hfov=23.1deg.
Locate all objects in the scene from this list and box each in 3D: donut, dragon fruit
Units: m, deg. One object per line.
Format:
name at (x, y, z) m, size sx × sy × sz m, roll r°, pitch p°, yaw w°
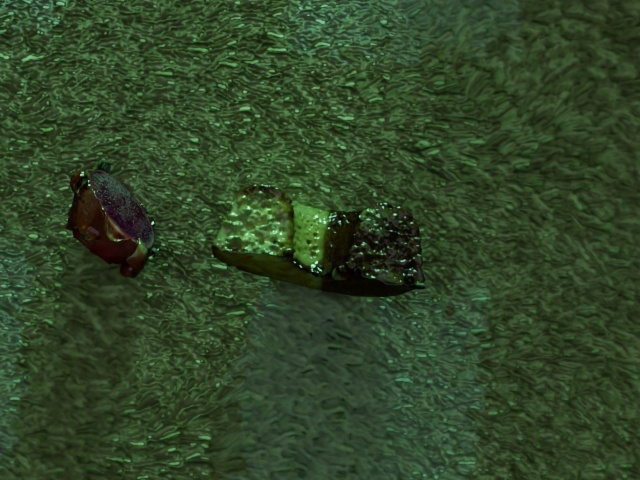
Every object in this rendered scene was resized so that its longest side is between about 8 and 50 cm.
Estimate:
donut at (-0.002, 0.001, 1.621) m, size 0.217 × 0.141 × 0.085 m, roll 11°, pitch 79°, yaw -4°
dragon fruit at (-0.229, -0.016, 1.651) m, size 0.068 × 0.112 × 0.126 m, roll -38°, pitch 86°, yaw 16°
